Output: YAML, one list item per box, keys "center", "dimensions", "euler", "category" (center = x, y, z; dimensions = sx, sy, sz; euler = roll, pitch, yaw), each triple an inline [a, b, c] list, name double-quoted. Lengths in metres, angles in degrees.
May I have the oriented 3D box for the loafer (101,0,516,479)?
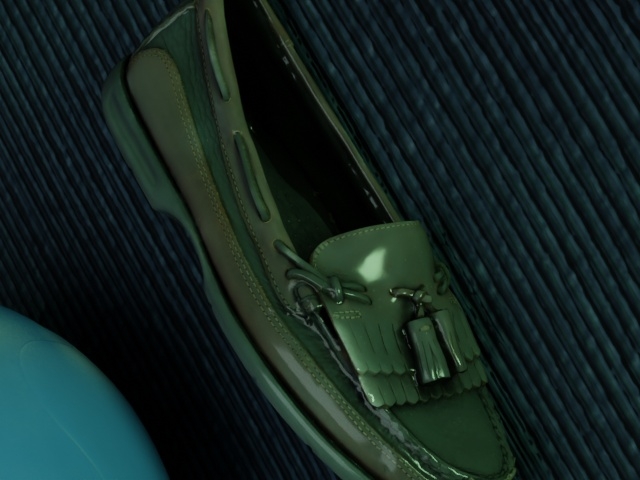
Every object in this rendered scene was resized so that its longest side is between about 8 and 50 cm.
- center: [0.000, 0.000, 0.827]
  dimensions: [0.267, 0.096, 0.084]
  euler: [53, 123, 22]
  category: "loafer"

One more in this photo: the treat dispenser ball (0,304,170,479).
- center: [-0.203, 0.163, 0.908]
  dimensions: [0.288, 0.288, 0.288]
  euler: [11, 106, 40]
  category: "treat dispenser ball"
